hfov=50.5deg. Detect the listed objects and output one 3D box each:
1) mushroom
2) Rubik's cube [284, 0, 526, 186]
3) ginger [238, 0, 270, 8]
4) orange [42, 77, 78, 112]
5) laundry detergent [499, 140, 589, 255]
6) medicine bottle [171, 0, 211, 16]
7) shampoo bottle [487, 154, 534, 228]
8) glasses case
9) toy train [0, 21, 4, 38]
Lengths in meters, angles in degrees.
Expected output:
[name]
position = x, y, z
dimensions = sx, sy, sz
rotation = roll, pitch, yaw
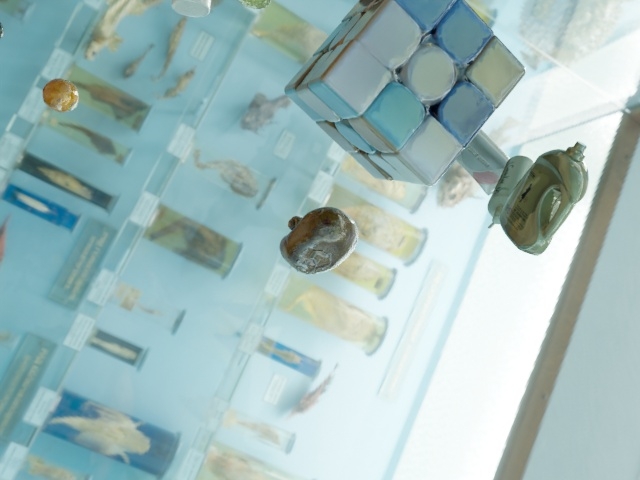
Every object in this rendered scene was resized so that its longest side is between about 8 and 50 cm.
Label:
[mushroom]
position = -0.002, 0.011, 1.832
dimensions = 0.231, 0.194, 0.138
rotation = -53, -160, 46
[Rubik's cube]
position = 0.177, -0.362, 1.549
dimensions = 0.347, 0.347, 0.344
rotation = -52, -161, -3
[ginger]
position = -0.174, -0.731, 1.807
dimensions = 0.116, 0.110, 0.262
rotation = 76, 9, -62
[orange]
position = -0.605, -0.337, 1.578
dimensions = 0.083, 0.084, 0.083
rotation = -54, -163, 26
[laundry detergent]
position = 0.502, -0.102, 1.487
dimensions = 0.181, 0.091, 0.253
rotation = -99, -148, -57
[medicine bottle]
position = -0.379, -0.804, 2.033
dimensions = 0.139, 0.139, 0.236
rotation = 168, -75, -70
[shampoo bottle]
position = 0.496, -0.125, 1.771
dimensions = 0.085, 0.085, 0.262
rotation = -46, -175, 46
[glasses case]
position = 0.458, -0.260, 2.023
dimensions = 0.128, 0.308, 0.083
rotation = -45, -169, 19
[toy train]
position = -0.993, -0.513, 1.746
dimensions = 0.138, 0.331, 0.178
rotation = 9, -76, 64
